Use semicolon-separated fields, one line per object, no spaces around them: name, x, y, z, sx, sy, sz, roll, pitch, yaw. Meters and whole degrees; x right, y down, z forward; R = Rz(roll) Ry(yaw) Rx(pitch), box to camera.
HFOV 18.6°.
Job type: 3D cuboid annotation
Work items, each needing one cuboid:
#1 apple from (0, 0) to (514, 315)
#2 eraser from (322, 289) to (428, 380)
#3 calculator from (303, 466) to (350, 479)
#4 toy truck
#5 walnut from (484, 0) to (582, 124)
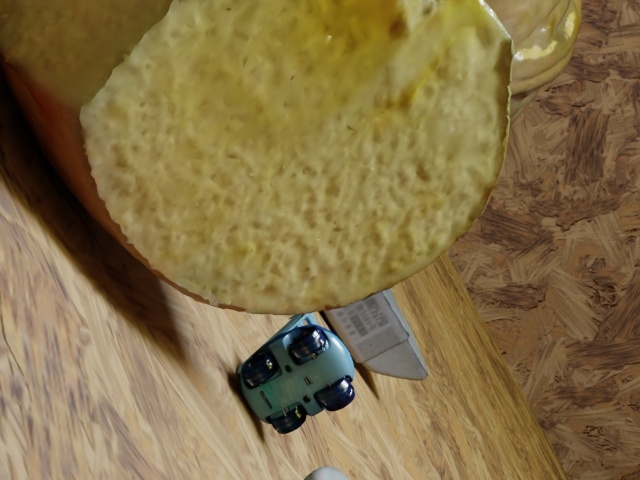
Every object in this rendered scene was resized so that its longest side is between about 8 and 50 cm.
apple;-0.030;-0.120;1.101;0.309;0.252;0.314;51;34;-55
eraser;0.000;0.000;1.748;0.352;0.061;0.089;59;8;-38
calculator;0.065;0.278;1.245;0.295;0.042;0.184;62;6;14
toy truck;-0.015;0.078;1.261;0.056;0.073;0.090;61;8;-18
walnut;0.114;-0.250;1.955;0.344;0.306;0.306;-91;156;-46
